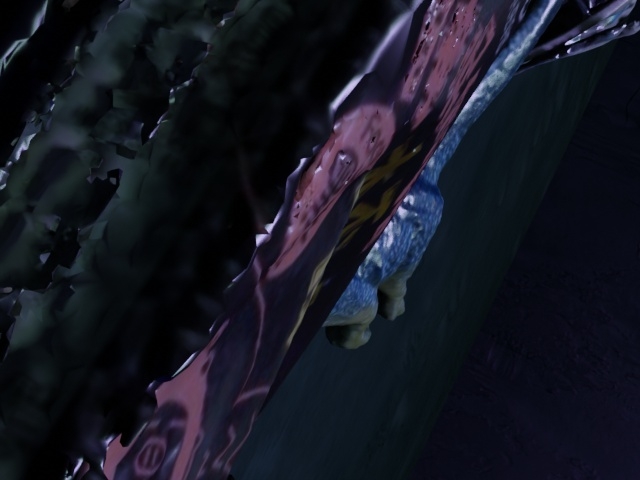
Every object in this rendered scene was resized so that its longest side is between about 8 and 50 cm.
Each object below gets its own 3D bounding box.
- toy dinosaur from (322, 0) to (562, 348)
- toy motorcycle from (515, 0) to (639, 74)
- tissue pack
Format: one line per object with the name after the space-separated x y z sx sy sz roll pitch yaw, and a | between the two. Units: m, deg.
0.002 0.002 0.676 0.363 0.076 0.147 -43 164 -21 | toy dinosaur
0.162 -0.182 0.943 0.204 0.239 0.108 -45 117 -78 | toy motorcycle
-0.033 -0.027 0.445 0.332 0.123 0.245 -58 173 -16 | tissue pack
